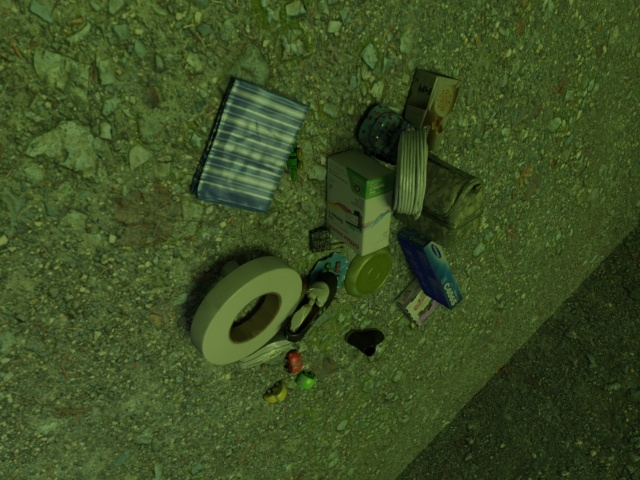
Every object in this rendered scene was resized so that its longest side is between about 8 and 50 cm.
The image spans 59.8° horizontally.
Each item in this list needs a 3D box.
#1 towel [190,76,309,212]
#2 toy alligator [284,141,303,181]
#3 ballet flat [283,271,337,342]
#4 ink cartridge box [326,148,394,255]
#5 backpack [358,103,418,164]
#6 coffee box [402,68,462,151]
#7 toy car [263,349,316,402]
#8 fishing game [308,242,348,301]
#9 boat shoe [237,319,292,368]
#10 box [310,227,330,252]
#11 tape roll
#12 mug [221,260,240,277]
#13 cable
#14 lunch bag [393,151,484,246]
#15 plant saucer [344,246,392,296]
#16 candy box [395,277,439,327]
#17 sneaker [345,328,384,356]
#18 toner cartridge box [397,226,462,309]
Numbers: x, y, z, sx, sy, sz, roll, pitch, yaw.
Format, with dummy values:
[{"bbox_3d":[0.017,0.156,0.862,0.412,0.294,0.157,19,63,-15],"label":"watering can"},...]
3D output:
[{"bbox_3d":[-0.188,-0.243,1.505,0.243,0.040,0.336,13,108,-36],"label":"towel"},{"bbox_3d":[-0.082,-0.265,1.615,0.051,0.056,0.190,-73,161,-59],"label":"toy alligator"},{"bbox_3d":[-0.029,0.221,1.877,0.281,0.095,0.096,-58,165,-12],"label":"ballet flat"},{"bbox_3d":[0.120,-0.121,1.777,0.117,0.201,0.278,-22,131,-30],"label":"ink cartridge box"},{"bbox_3d":[0.212,-0.341,1.775,0.173,0.117,0.158,31,95,-48],"label":"backpack"},{"bbox_3d":[0.359,-0.431,1.859,0.141,0.098,0.247,-4,120,-41],"label":"coffee box"},{"bbox_3d":[-0.087,0.542,2.158,0.225,0.053,0.239,20,103,-47],"label":"toy car"},{"bbox_3d":[0.035,0.129,1.996,0.189,0.041,0.264,-9,122,-40],"label":"fishing game"},{"bbox_3d":[-0.170,0.366,1.932,0.267,0.096,0.088,-26,136,-26],"label":"boat shoe"},{"bbox_3d":[0.000,0.000,1.871,0.067,0.018,0.083,-11,127,-10],"label":"box"},{"bbox_3d":[-0.223,0.221,1.737,0.392,0.072,0.392,-34,148,-25],"label":"tape roll"},{"bbox_3d":[-0.254,0.102,1.693,0.078,0.064,0.062,-7,121,-40],"label":"mug"},{"bbox_3d":[0.269,-0.205,1.673,0.257,0.089,0.257,61,34,-78],"label":"cable"},{"bbox_3d":[0.413,-0.164,1.948,0.212,0.305,0.256,-24,135,-33],"label":"lunch bag"},{"bbox_3d":[0.196,0.123,2.141,0.240,0.037,0.241,-23,130,-30],"label":"plant saucer"},{"bbox_3d":[0.429,0.263,2.425,0.165,0.070,0.196,-47,138,-7],"label":"candy box"},{"bbox_3d":[0.211,0.431,2.304,0.222,0.118,0.083,6,113,-44],"label":"sneaker"},{"bbox_3d":[0.435,0.108,2.199,0.075,0.165,0.348,-40,125,-15],"label":"toner cartridge box"}]
